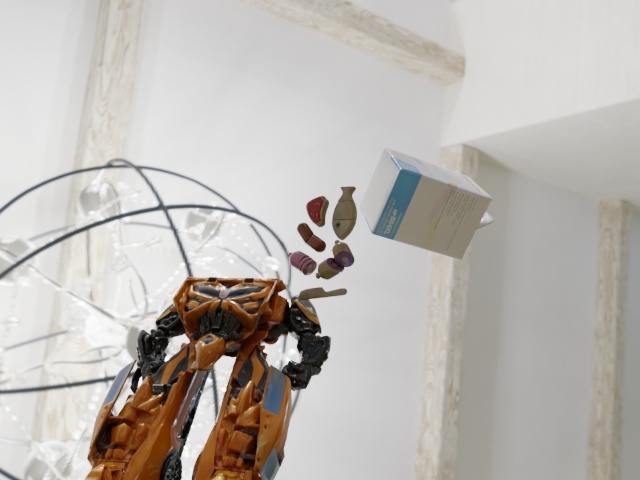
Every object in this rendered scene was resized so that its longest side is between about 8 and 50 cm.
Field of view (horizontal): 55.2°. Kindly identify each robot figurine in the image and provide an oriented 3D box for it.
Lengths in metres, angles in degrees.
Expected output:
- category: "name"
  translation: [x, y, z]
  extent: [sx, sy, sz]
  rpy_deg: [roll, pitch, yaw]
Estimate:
- category: "robot figurine"
  translation: [-0.104, 0.137, 0.582]
  extent: [0.291, 0.211, 0.085]
  rpy_deg: [-78, -17, -48]

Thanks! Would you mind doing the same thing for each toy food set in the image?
- category: "toy food set"
  translation: [0.000, 0.000, 0.652]
  extent: [0.019, 0.078, 0.122]
  rpy_deg: [36, -130, -55]

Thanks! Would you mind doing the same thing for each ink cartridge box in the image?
- category: "ink cartridge box"
  translation: [0.137, -0.044, 0.772]
  extent: [0.143, 0.092, 0.090]
  rpy_deg: [17, -69, -14]
